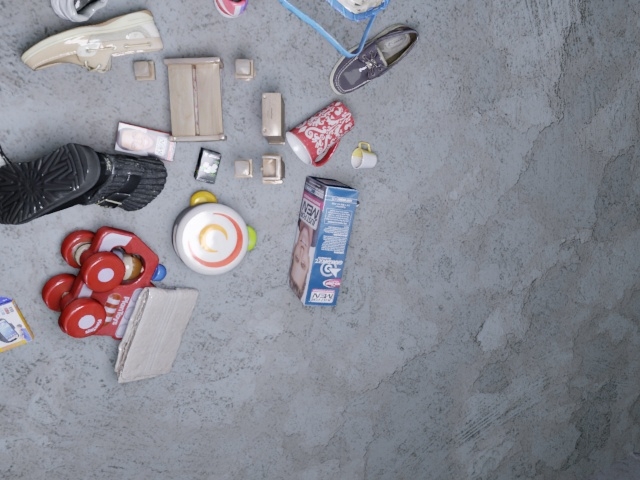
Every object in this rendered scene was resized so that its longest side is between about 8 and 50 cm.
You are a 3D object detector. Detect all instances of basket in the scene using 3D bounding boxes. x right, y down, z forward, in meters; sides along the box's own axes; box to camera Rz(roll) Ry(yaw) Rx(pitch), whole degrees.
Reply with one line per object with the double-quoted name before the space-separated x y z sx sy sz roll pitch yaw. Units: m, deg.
"basket" 0.049 -0.645 1.202 0.255 0.201 0.288 30 84 -28

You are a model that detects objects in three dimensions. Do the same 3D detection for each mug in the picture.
"mug" 0.002 -0.302 1.366 0.169 0.150 0.113 -40 80 -11
"mug" 0.138 -0.251 1.447 0.064 0.062 0.078 2 113 -31

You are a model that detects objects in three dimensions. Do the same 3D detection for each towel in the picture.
"towel" -0.454 0.256 1.335 0.187 0.049 0.282 11 104 -60

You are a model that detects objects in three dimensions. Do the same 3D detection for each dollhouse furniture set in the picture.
"dollhouse furniture set" -0.273 -0.296 1.248 0.356 0.174 0.302 -1 95 0

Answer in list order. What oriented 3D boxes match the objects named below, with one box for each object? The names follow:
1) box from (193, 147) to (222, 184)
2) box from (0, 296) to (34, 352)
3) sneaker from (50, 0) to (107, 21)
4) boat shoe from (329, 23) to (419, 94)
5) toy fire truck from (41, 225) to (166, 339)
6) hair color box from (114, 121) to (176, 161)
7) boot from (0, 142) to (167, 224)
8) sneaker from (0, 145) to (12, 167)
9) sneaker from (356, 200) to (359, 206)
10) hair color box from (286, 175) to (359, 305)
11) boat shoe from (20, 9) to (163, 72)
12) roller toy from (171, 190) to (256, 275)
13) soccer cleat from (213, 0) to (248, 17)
"box" -0.301 -0.199 1.283 0.052 0.062 0.083 13 102 -24
"box" -0.807 0.212 1.233 0.081 0.028 0.136 -21 115 -14
"sneaker" -0.486 -0.572 1.051 0.232 0.115 0.090 -57 149 9
"boat shoe" 0.152 -0.511 1.348 0.285 0.092 0.102 -36 116 -8
"toy fire truck" -0.541 0.116 1.253 0.254 0.169 0.302 19 98 -52
"hair color box" -0.441 -0.250 1.222 0.141 0.043 0.071 9 104 -23
"boot" -0.569 -0.120 1.141 0.348 0.260 0.131 -12 89 19
"sneaker" -0.769 -0.193 1.098 0.073 0.063 0.162 -25 114 -9
"sneaker" 0.083 -0.120 1.480 0.084 0.031 0.035 -4 107 -21
"hair color box" 0.000 0.000 1.406 0.105 0.174 0.346 5 105 -23
"boat shoe" -0.514 -0.435 1.100 0.303 0.109 0.098 -27 114 -18
"roller toy" -0.302 -0.010 1.298 0.209 0.146 0.191 45 78 -21
"soccer cleat" -0.218 -0.698 1.125 0.109 0.116 0.317 -11 111 -18
